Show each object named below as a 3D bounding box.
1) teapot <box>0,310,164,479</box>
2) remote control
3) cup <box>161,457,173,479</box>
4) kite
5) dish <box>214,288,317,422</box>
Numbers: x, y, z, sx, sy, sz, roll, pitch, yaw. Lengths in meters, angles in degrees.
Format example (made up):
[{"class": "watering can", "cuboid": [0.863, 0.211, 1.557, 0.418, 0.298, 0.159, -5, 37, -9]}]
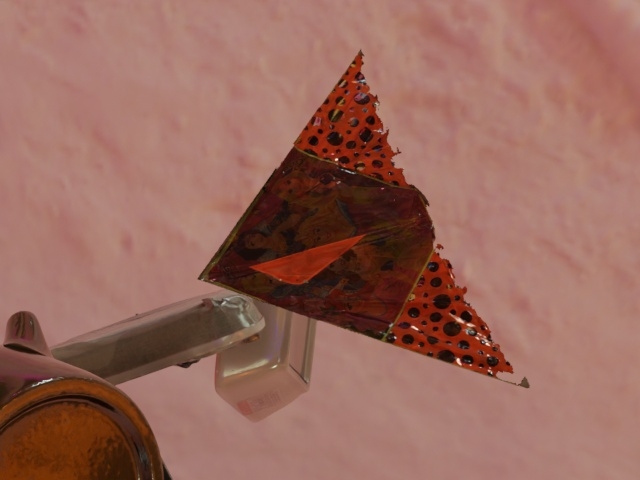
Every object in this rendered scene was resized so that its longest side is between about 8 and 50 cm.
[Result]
[{"class": "teapot", "cuboid": [-0.220, 0.163, 1.035, 0.175, 0.185, 0.268, 10, 64, 42]}, {"class": "remote control", "cuboid": [-0.166, 0.094, 1.427, 0.247, 0.104, 0.052, -18, 95, -10]}, {"class": "cup", "cuboid": [-0.193, 0.233, 1.418, 0.095, 0.129, 0.128, 62, 26, -5]}, {"class": "kite", "cuboid": [0.000, 0.001, 0.833, 0.125, 0.008, 0.222, -15, 54, -11]}, {"class": "dish", "cuboid": [-0.042, 0.095, 1.691, 0.064, 0.234, 0.154, 4, 75, 10]}]
